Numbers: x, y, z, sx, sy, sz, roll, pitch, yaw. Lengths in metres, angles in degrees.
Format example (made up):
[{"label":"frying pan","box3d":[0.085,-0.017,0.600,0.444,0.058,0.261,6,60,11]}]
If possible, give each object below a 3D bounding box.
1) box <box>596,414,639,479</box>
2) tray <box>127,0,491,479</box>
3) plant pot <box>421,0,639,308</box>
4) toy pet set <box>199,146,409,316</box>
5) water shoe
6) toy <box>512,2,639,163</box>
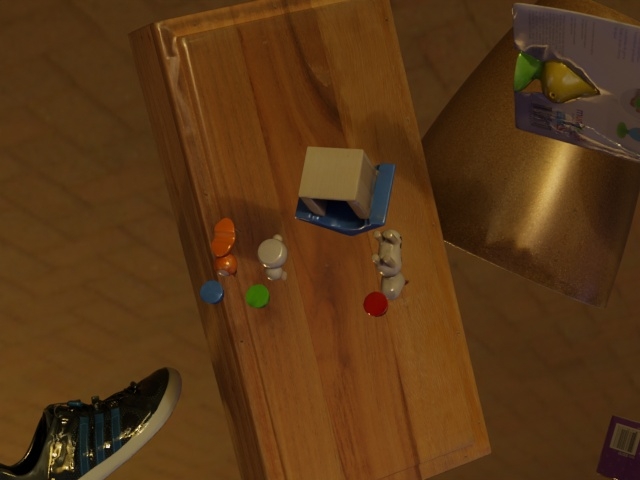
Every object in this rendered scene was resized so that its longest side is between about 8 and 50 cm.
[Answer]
[{"label":"box","box3d":[0.389,0.214,1.042,0.201,0.057,0.293,19,176,-27]},{"label":"tray","box3d":[-0.002,0.008,1.084,0.203,0.411,0.076,-17,-173,-24]},{"label":"plant pot","box3d":[0.215,-0.099,1.263,0.237,0.254,0.237,24,-173,-3]},{"label":"toy pet set","box3d":[0.000,0.000,0.850,0.122,0.114,0.065,5,162,19]},{"label":"water shoe","box3d":[-0.216,0.176,1.221,0.203,0.080,0.073,-44,-163,-18]},{"label":"toy","box3d":[0.239,-0.095,0.824,0.237,0.056,0.137,13,153,16]}]
